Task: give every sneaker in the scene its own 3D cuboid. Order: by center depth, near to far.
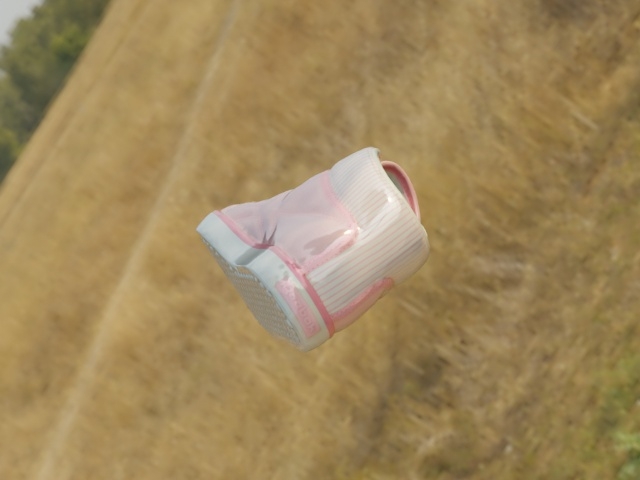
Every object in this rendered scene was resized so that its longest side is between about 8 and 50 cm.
[{"bbox_3d":[0.000,0.000,0.541,0.070,0.051,0.134,-37,14,-9],"label":"sneaker"}]
